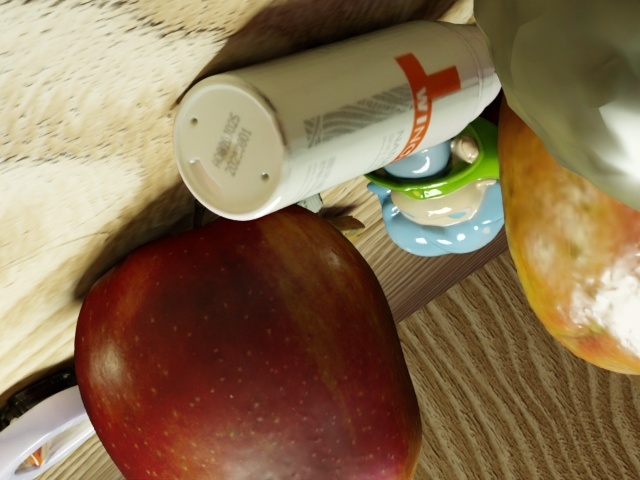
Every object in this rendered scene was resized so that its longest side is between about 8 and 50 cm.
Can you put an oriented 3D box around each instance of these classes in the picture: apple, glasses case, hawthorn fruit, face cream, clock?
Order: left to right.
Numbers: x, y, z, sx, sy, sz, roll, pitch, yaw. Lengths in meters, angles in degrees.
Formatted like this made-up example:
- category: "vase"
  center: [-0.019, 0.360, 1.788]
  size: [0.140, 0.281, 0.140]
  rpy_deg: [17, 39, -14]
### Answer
- category: "clock"
  center: [-0.276, 0.183, 1.375]
  size: [0.198, 0.064, 0.172]
  rpy_deg: [-27, 167, -49]
- category: "apple"
  center: [-0.059, 0.118, 1.170]
  size: [0.288, 0.316, 0.288]
  rpy_deg: [-26, -176, 2]
- category: "glasses case"
  center: [0.000, -0.001, 1.612]
  size: [0.064, 0.041, 0.170]
  rpy_deg: [-51, 168, 13]
- category: "face cream"
  center: [0.035, -0.102, 1.006]
  size: [0.102, 0.102, 0.345]
  rpy_deg: [-44, 169, 37]
- category: "hawthorn fruit"
  center: [0.337, -0.031, 1.225]
  size: [0.403, 0.403, 0.403]
  rpy_deg: [-37, 172, -6]

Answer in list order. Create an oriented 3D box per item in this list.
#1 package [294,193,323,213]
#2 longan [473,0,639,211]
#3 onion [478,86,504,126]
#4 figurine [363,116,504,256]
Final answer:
- category: "package"
  center: [-0.090, 0.020, 1.384]
  size: [0.239, 0.030, 0.154]
  rpy_deg: [-37, 174, -5]
- category: "longan"
  center: [0.269, -0.184, 0.718]
  size: [0.391, 0.391, 0.391]
  rpy_deg: [-37, 172, -6]
- category: "onion"
  center: [0.279, -0.116, 1.587]
  size: [0.281, 0.221, 0.281]
  rpy_deg: [-48, 153, -35]
- category: "figurine"
  center: [0.114, -0.072, 1.360]
  size: [0.162, 0.143, 0.263]
  rpy_deg: [-3, 162, 19]
